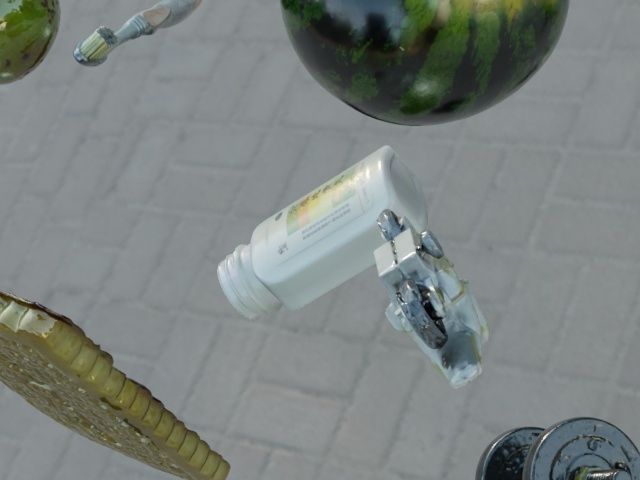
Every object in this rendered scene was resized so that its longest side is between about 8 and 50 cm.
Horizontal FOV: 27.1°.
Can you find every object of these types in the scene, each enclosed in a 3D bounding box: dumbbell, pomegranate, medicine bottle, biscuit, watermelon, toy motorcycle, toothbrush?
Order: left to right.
[{"bbox_3d":[-0.361,-0.250,1.411,0.159,0.205,0.159,-1,78,6],"label":"pomegranate"},{"bbox_3d":[-0.177,0.092,0.888,0.172,0.254,0.029,15,67,33],"label":"biscuit"},{"bbox_3d":[-0.169,-0.214,1.303,0.037,0.028,0.375,-40,7,18],"label":"toothbrush"},{"bbox_3d":[0.000,0.000,2.014,0.324,0.124,0.179,-32,33,23],"label":"medicine bottle"},{"bbox_3d":[0.090,-0.228,1.204,0.269,0.269,0.269,-16,51,21],"label":"watermelon"},{"bbox_3d":[0.102,0.058,1.194,0.074,0.151,0.229,-33,21,8],"label":"toy motorcycle"},{"bbox_3d":[0.275,0.282,1.543,0.143,0.143,0.325,-60,7,-18],"label":"dumbbell"}]
